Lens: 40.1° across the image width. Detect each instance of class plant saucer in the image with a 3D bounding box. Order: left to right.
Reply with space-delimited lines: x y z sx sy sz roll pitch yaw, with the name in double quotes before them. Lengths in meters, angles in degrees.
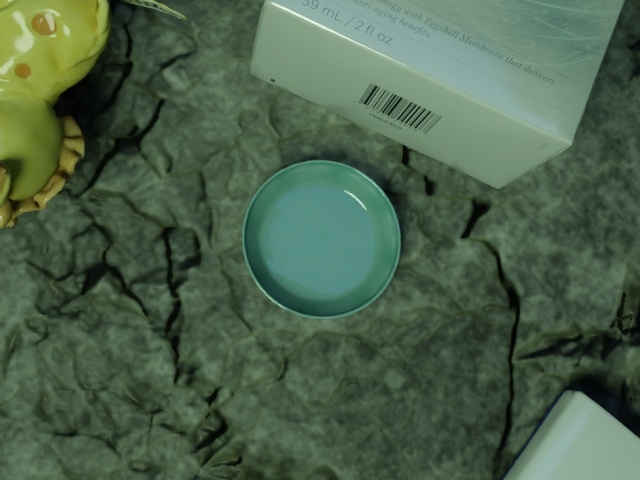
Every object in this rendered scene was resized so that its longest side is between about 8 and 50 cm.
"plant saucer" 0.000 0.000 0.657 0.119 0.021 0.119 2 81 -10

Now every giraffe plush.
"giraffe plush" -0.212 -0.100 0.571 0.210 0.181 0.170 20 90 12

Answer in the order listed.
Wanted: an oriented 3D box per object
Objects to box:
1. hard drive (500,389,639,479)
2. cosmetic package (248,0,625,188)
"hard drive" 0.171 0.299 0.626 0.210 0.040 0.318 39 77 -2
"cosmetic package" 0.097 -0.195 0.646 0.224 0.138 0.224 24 77 -5
